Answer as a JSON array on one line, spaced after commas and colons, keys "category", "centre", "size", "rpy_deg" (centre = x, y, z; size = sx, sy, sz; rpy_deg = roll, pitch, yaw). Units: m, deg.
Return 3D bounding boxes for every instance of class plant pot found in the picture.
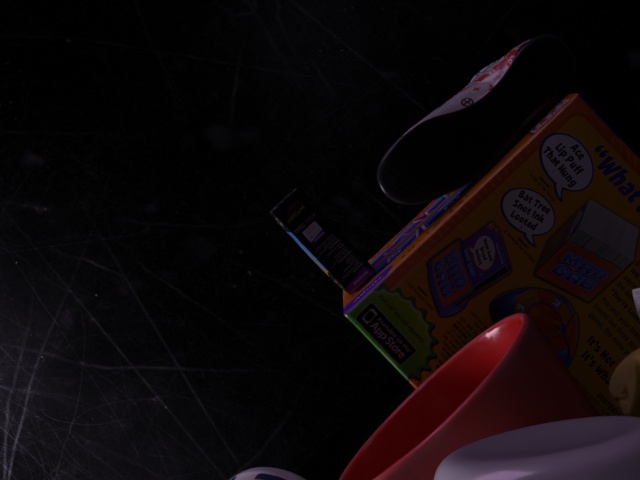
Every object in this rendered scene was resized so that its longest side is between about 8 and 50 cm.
[{"category": "plant pot", "centre": [0.190, 0.250, 1.570], "size": [0.275, 0.243, 0.275], "rpy_deg": [-43, 2, 2]}]

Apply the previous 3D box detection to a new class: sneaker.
[{"category": "sneaker", "centre": [0.173, -0.129, 1.810], "size": [0.270, 0.090, 0.145], "rpy_deg": [-40, 1, -7]}]

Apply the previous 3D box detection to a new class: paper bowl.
[{"category": "paper bowl", "centre": [0.204, 0.235, 1.294], "size": [0.284, 0.148, 0.284], "rpy_deg": [-12, 1, 0]}]

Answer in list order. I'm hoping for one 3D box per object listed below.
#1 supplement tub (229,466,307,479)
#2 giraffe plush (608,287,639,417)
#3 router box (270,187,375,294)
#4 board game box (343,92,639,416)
[{"category": "supplement tub", "centre": [-0.121, 0.519, 2.392], "size": [0.228, 0.228, 0.316], "rpy_deg": [-42, 2, 39]}, {"category": "giraffe plush", "centre": [0.386, 0.132, 1.467], "size": [0.170, 0.210, 0.181], "rpy_deg": [-10, 12, -19]}, {"category": "router box", "centre": [0.000, 0.000, 1.856], "size": [0.046, 0.133, 0.179], "rpy_deg": [-44, 2, -1]}, {"category": "board game box", "centre": [0.275, 0.077, 1.876], "size": [0.356, 0.356, 0.356], "rpy_deg": [-43, 2, 3]}]
